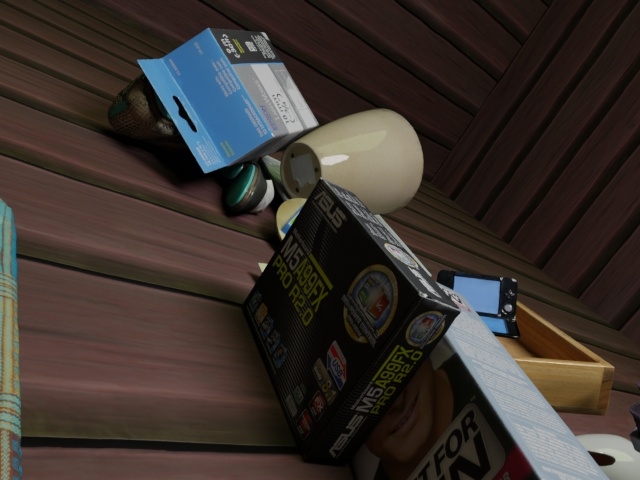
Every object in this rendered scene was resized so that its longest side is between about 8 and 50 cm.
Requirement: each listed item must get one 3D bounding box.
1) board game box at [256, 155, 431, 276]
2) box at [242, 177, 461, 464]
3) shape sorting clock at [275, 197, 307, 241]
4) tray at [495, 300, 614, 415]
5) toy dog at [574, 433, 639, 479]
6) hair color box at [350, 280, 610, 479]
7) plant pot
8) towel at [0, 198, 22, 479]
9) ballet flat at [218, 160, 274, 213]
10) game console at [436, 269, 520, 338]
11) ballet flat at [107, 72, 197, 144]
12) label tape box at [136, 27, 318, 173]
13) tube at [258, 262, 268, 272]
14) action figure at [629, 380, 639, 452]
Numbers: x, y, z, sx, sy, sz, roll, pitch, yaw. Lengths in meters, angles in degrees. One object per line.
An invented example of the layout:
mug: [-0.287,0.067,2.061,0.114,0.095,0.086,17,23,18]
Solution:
board game box: [0.041,-0.052,1.387,0.389,0.050,0.390,23,18,-30]
box: [0.013,0.079,0.657,0.060,0.216,0.270,21,20,-33]
shape sorting clock: [0.000,0.000,1.098,0.206,0.040,0.206,29,33,-21]
tray: [0.259,0.154,0.907,0.202,0.076,0.411,5,8,-2]
toy dog: [0.374,0.293,0.800,0.333,0.161,0.220,21,19,-34]
hair color box: [0.127,0.201,0.568,0.113,0.185,0.374,25,17,-20]
plant pot: [0.050,-0.168,1.273,0.274,0.257,0.256,-13,46,-46]
towel: [-0.363,0.033,0.410,0.271,0.040,0.370,18,22,-38]
ballet flat: [-0.147,-0.117,1.162,0.096,0.095,0.280,38,12,-29]
game console: [0.231,0.092,0.833,0.122,0.107,0.071,7,-19,11]
ballet flat: [-0.261,-0.271,1.247,0.482,0.181,0.164,-10,87,-59]
label tape box: [-0.162,-0.286,1.118,0.241,0.105,0.333,59,29,-3]
tube: [0.010,0.088,0.922,0.240,0.062,0.070,15,-10,-37]
action figure: [0.443,0.322,0.694,0.185,0.285,0.099,-25,15,-32]
